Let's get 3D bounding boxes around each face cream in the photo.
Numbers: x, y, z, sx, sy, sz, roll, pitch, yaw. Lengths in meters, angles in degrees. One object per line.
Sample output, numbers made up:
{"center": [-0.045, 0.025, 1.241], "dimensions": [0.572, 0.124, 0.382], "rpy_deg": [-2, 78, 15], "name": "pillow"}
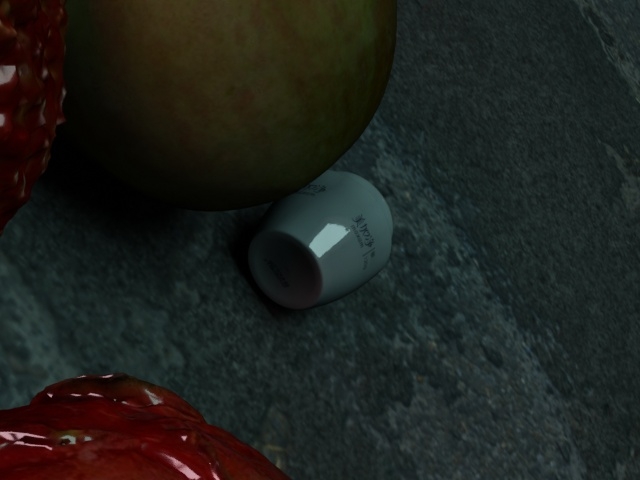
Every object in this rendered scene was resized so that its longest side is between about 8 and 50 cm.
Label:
{"center": [0.000, 0.000, 0.990], "dimensions": [0.091, 0.091, 0.095], "rpy_deg": [55, 43, -5], "name": "face cream"}

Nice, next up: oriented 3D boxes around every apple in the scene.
{"center": [-0.078, -0.145, 0.885], "dimensions": [0.257, 0.257, 0.234], "rpy_deg": [-63, 145, -50], "name": "apple"}

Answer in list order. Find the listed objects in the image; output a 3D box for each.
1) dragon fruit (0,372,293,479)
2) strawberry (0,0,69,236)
{"center": [-0.116, 0.197, 0.551], "dimensions": [0.277, 0.277, 0.342], "rpy_deg": [53, 23, -7], "name": "dragon fruit"}
{"center": [-0.245, -0.136, 0.650], "dimensions": [0.312, 0.267, 0.351], "rpy_deg": [57, 39, -42], "name": "strawberry"}
